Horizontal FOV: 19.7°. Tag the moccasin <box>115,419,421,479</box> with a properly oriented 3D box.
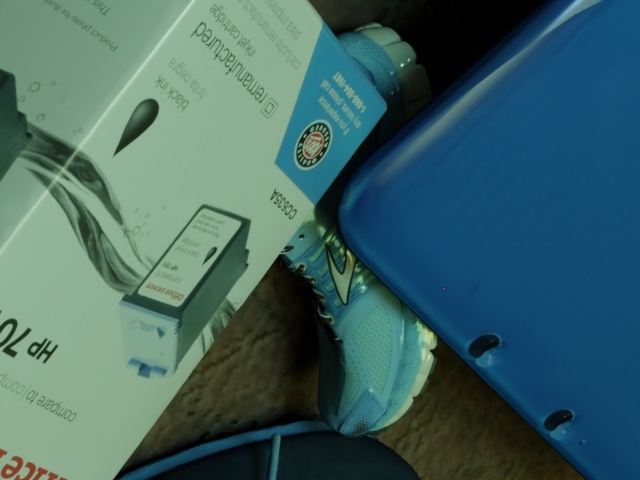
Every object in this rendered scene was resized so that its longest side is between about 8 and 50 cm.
[{"bbox_3d":[-0.085,0.186,0.678,0.342,0.117,0.138,-28,127,-26],"label":"moccasin"}]

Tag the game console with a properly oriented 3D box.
[{"bbox_3d":[0.147,-0.061,0.761,0.293,0.173,0.250,45,37,-45],"label":"game console"}]

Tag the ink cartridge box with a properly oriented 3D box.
[{"bbox_3d":[-0.081,-0.010,0.583,0.191,0.082,0.139,-55,153,-4],"label":"ink cartridge box"}]

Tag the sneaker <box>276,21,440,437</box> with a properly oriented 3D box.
[{"bbox_3d":[0.000,0.000,0.702,0.073,0.063,0.162,-12,111,-24],"label":"sneaker"}]
